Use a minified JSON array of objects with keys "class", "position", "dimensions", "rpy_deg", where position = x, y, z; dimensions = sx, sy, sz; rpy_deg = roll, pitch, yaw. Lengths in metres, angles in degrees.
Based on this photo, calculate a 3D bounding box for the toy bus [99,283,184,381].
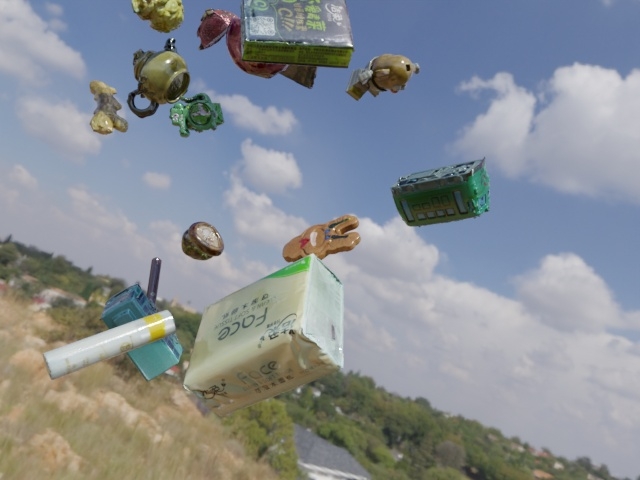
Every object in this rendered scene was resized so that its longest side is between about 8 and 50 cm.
[{"class":"toy bus","position":[-0.524,0.270,1.702],"dimensions":[0.256,0.128,0.147],"rpy_deg":[59,-1,-14]}]

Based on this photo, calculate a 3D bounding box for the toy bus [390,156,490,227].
[{"class":"toy bus","position":[0.444,-0.164,2.096],"dimensions":[0.343,0.183,0.200],"rpy_deg":[-8,-72,38]}]

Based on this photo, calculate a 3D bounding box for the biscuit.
[{"class":"biscuit","position":[0.000,0.000,2.280],"dimensions":[0.333,0.202,0.047],"rpy_deg":[-19,-52,18]}]

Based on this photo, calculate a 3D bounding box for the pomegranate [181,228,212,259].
[{"class":"pomegranate","position":[-0.445,0.015,2.094],"dimensions":[0.138,0.126,0.163],"rpy_deg":[12,-24,-40]}]

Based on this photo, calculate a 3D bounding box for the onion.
[{"class":"onion","position":[-0.175,-0.580,1.735],"dimensions":[0.207,0.201,0.200],"rpy_deg":[-6,3,-29]}]

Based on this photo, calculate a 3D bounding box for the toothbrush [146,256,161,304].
[{"class":"toothbrush","position":[-0.647,0.238,2.205],"dimensions":[0.040,0.365,0.041],"rpy_deg":[1,-24,1]}]

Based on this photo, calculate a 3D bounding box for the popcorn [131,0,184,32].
[{"class":"popcorn","position":[-0.485,-0.712,1.739],"dimensions":[0.173,0.142,0.173],"rpy_deg":[45,6,-6]}]

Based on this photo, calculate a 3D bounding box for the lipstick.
[{"class":"lipstick","position":[-0.435,0.214,1.208],"dimensions":[0.263,0.059,0.059],"rpy_deg":[-18,13,-33]}]

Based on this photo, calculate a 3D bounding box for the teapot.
[{"class":"teapot","position":[-0.527,-0.520,1.837],"dimensions":[0.182,0.270,0.173],"rpy_deg":[35,-1,7]}]

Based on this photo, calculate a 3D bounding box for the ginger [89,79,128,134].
[{"class":"ginger","position":[-0.722,-0.449,1.933],"dimensions":[0.117,0.065,0.299],"rpy_deg":[-5,46,-28]}]

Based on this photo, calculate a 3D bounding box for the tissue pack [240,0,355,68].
[{"class":"tissue pack","position":[-0.054,-0.456,1.244],"dimensions":[0.235,0.174,0.073],"rpy_deg":[0,-29,-12]}]

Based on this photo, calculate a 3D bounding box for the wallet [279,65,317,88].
[{"class":"wallet","position":[-0.062,-0.743,2.162],"dimensions":[0.168,0.044,0.317],"rpy_deg":[29,-48,13]}]

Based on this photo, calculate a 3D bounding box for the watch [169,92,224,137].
[{"class":"watch","position":[-0.405,-0.412,1.905],"dimensions":[0.165,0.131,0.152],"rpy_deg":[-14,9,-2]}]

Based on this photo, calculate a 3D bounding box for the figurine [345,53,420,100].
[{"class":"figurine","position":[0.267,-0.693,2.436],"dimensions":[0.284,0.342,0.167],"rpy_deg":[-9,-59,51]}]

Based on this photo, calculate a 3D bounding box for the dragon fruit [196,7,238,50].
[{"class":"dragon fruit","position":[-0.338,-0.675,1.810],"dimensions":[0.147,0.102,0.096],"rpy_deg":[-31,-70,27]}]

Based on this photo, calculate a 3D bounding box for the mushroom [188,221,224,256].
[{"class":"mushroom","position":[-0.338,-0.002,1.714],"dimensions":[0.123,0.052,0.123],"rpy_deg":[38,22,-19]}]

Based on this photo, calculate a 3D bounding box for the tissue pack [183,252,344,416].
[{"class":"tissue pack","position":[-0.146,0.258,1.606],"dimensions":[0.404,0.332,0.205],"rpy_deg":[-28,-59,22]}]
